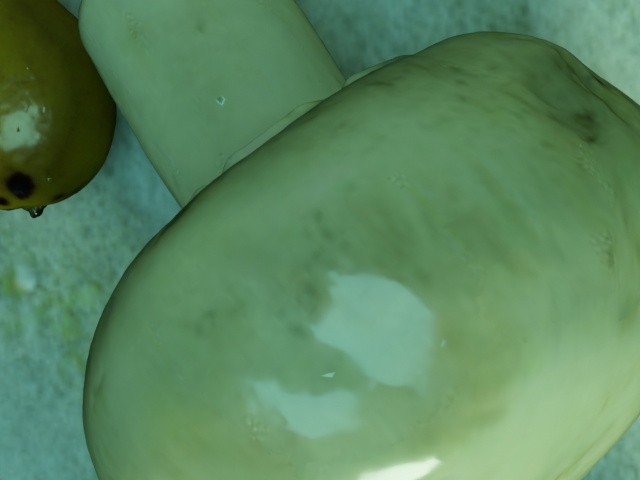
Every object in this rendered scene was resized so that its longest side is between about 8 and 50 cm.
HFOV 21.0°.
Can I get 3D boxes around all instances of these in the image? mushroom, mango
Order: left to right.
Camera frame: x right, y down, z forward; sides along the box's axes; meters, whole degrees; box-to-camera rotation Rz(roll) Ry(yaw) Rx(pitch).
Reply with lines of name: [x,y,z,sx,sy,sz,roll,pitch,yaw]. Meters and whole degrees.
mango: [-0.183,-0.094,0.913,0.115,0.090,0.178,-42,84,12]
mushroom: [0.000,0.000,0.833,0.314,0.314,0.336,-41,65,11]
